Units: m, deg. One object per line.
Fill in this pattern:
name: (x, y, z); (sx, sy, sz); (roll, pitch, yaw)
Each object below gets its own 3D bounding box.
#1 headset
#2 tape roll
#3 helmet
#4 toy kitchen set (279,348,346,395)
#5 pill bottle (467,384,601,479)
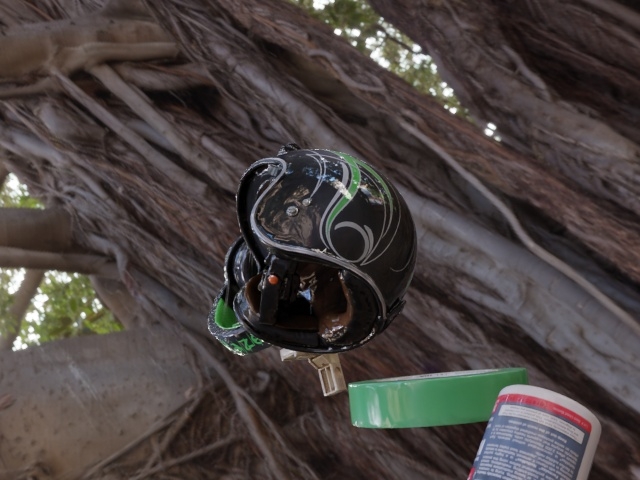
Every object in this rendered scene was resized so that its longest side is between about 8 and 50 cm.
headset: (-0.064, 0.003, 1.092); (0.185, 0.243, 0.394); (50, -140, -21)
tape roll: (0.213, 0.281, 1.206); (0.321, 0.321, 0.077); (7, -107, -50)
helmet: (0.000, 0.000, 0.586); (0.161, 0.170, 0.169); (-76, -9, -47)
toy kitchen set: (0.001, 0.179, 0.955); (0.083, 0.075, 0.068); (7, -29, -44)
pill bottle: (0.202, 0.247, 0.664); (0.180, 0.108, 0.108); (-61, -29, -25)
